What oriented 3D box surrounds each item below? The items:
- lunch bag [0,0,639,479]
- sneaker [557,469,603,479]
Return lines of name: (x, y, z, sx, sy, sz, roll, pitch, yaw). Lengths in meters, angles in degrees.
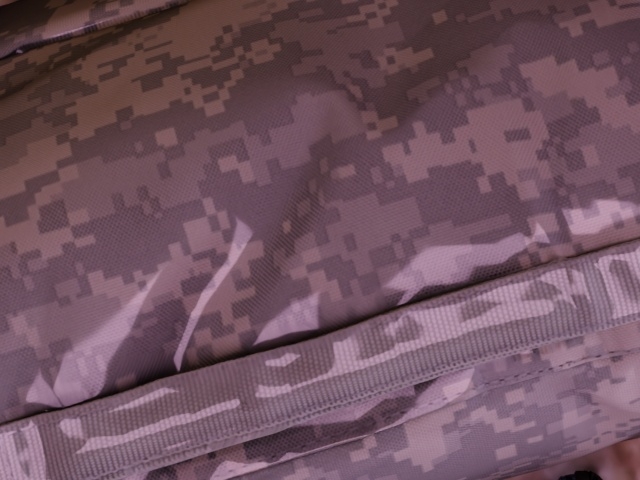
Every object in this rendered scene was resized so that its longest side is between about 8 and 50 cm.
lunch bag: (0.000, 0.000, 0.680, 0.305, 0.256, 0.212, -16, 108, 4)
sneaker: (0.078, 0.204, 0.847, 0.087, 0.083, 0.221, 21, 103, -1)
